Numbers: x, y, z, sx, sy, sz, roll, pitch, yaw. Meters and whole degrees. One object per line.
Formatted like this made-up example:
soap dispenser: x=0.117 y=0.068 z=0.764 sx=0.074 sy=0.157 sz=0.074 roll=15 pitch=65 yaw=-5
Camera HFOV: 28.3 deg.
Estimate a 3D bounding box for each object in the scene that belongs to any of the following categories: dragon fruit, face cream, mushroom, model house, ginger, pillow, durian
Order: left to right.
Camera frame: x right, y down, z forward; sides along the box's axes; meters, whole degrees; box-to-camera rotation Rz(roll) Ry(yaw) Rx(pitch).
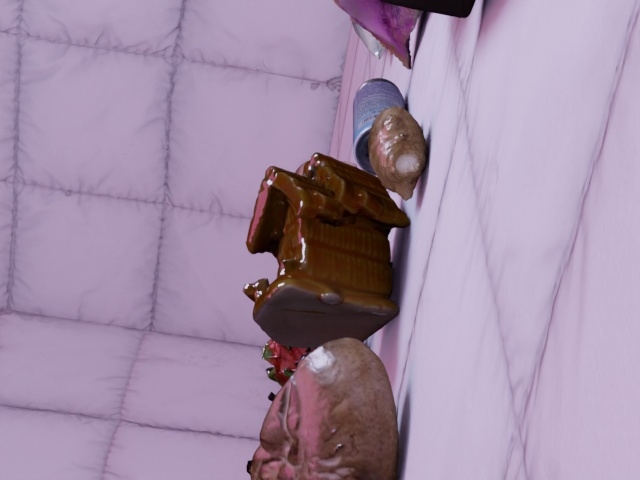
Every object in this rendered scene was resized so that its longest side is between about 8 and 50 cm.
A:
model house: x=0.000 y=0.002 z=1.539 sx=0.220 sy=0.200 sz=0.229 roll=-34 pitch=49 yaw=52
dragon fruit: x=0.003 y=0.167 z=1.820 sx=0.137 sy=0.135 sz=0.236 roll=-57 pitch=-21 yaw=-6
mushroom: x=0.023 y=0.252 z=1.318 sx=0.151 sy=0.156 sz=0.285 roll=51 pitch=141 yaw=47
pillow: x=0.092 y=-0.391 z=2.195 sx=0.254 sy=0.078 sz=0.144 roll=-93 pitch=2 yaw=-79
face cream: x=0.081 y=-0.162 z=1.716 sx=0.229 sy=0.075 sz=0.075 roll=-85 pitch=5 yaw=-65
durian: x=0.078 y=-0.357 z=1.642 sx=0.260 sy=0.187 sz=0.153 roll=137 pitch=137 yaw=-65
ginger: x=0.088 y=-0.118 z=1.467 sx=0.165 sy=0.067 sz=0.096 roll=-87 pitch=-16 yaw=-61

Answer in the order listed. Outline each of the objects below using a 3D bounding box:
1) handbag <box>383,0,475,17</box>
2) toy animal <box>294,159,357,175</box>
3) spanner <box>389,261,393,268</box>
handbag: x=0.120 y=-0.346 z=1.072 sx=0.285 sy=0.114 sz=0.257 roll=75 pitch=-151 yaw=-79
toy animal: x=-0.009 y=-0.032 z=2.374 sx=0.166 sy=0.154 sz=0.250 roll=-104 pitch=18 yaw=-61
spanner: x=0.077 y=0.017 z=1.740 sx=0.325 sy=0.026 sz=0.093 roll=-85 pitch=5 yaw=-66
